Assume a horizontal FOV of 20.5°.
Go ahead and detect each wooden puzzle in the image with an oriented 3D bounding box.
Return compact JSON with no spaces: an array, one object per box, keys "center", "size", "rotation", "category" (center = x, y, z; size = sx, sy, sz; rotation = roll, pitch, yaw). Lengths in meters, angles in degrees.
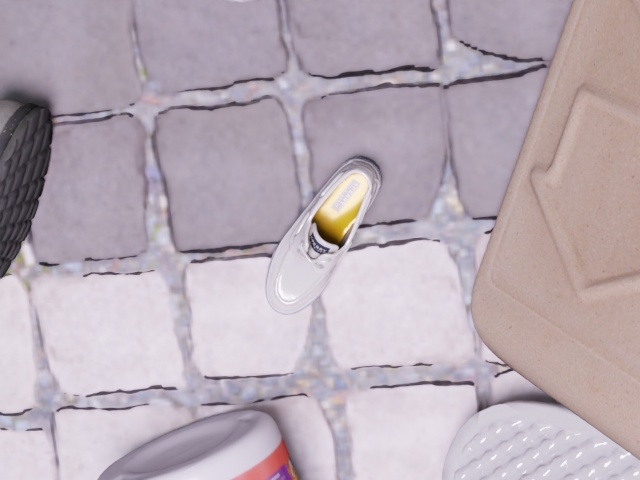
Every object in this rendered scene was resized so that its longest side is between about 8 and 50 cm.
[{"center":[0.222,-0.044,0.820],"size":[0.081,0.322,0.347],"rotation":[5,108,-31],"category":"wooden puzzle"}]

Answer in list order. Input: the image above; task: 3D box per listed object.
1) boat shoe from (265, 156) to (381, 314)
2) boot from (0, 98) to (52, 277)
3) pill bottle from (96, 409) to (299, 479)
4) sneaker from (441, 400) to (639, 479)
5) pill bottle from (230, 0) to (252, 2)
[{"center":[0.000,0.000,0.965],"size":[0.035,0.035,0.100],"rotation":[35,104,-1],"category":"boat shoe"},{"center":[-0.265,0.003,0.984],"size":[0.161,0.083,0.246],"rotation":[31,103,7],"category":"boot"},{"center":[-0.042,0.201,0.976],"size":[0.108,0.108,0.193],"rotation":[-19,99,11],"category":"pill bottle"},{"center":[0.218,0.188,0.939],"size":[0.321,0.127,0.126],"rotation":[29,99,27],"category":"sneaker"},{"center":[-0.066,-0.279,0.848],"size":[0.169,0.169,0.301],"rotation":[15,103,5],"category":"pill bottle"}]
